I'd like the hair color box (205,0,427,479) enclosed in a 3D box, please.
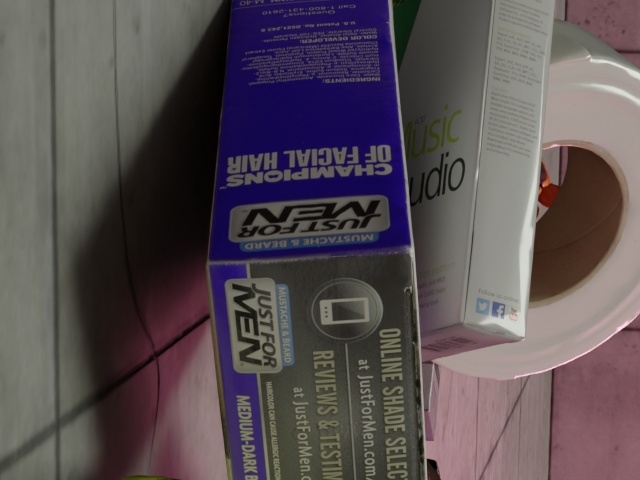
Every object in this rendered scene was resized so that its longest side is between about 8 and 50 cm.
[{"bbox_3d":[0.000,0.000,1.050,0.339,0.110,0.185,-93,179,-60],"label":"hair color box"}]

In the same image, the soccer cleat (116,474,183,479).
[{"bbox_3d":[-0.076,0.161,0.848,0.289,0.121,0.093,20,73,-77],"label":"soccer cleat"}]

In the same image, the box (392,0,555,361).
[{"bbox_3d":[0.069,-0.073,1.297,0.232,0.058,0.322,-21,-122,58],"label":"box"}]

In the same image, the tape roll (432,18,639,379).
[{"bbox_3d":[0.157,-0.034,1.479,0.100,0.286,0.286,-129,-151,-54],"label":"tape roll"}]

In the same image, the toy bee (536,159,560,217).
[{"bbox_3d":[0.153,-0.094,1.609,0.195,0.162,0.298,-48,126,0],"label":"toy bee"}]

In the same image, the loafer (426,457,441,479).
[{"bbox_3d":[0.089,0.235,1.701,0.220,0.080,0.078,73,24,-57],"label":"loafer"}]

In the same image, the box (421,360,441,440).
[{"bbox_3d":[0.099,0.088,1.785,0.145,0.038,0.186,74,20,-72],"label":"box"}]
